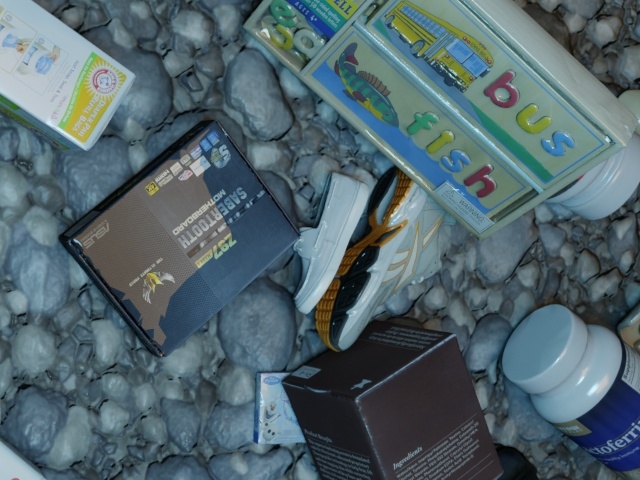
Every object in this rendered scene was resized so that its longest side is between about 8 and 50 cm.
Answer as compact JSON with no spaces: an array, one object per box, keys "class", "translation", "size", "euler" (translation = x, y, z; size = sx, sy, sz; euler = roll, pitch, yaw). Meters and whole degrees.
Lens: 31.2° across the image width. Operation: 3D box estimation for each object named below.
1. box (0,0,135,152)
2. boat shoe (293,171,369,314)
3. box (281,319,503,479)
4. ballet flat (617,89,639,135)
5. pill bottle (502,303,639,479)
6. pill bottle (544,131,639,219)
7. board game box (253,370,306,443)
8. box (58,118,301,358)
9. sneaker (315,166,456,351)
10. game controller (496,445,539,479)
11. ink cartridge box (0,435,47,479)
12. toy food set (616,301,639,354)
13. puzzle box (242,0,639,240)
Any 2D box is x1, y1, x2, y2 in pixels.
[{"class":"box","translation":[-0.322,-0.192,1.247],"size":[0.203,0.114,0.103],"euler":[35,78,-23]},{"class":"boat shoe","translation":[0.000,0.000,1.439],"size":[0.063,0.066,0.184],"euler":[26,85,-10]},{"class":"box","translation":[0.090,0.232,1.420],"size":[0.167,0.168,0.203],"euler":[-29,108,-28]},{"class":"ballet flat","translation":[0.535,-0.145,1.661],"size":[0.248,0.086,0.086],"euler":[30,81,-23]},{"class":"pill bottle","translation":[0.384,0.209,1.577],"size":[0.264,0.153,0.153],"euler":[37,78,-21]},{"class":"pill bottle","translation":[0.281,-0.148,1.500],"size":[0.283,0.161,0.161],"euler":[28,82,-23]},{"class":"board game box","translation":[-0.039,0.211,1.456],"size":[0.090,0.020,0.090],"euler":[2,92,-25]},{"class":"box","translation":[-0.163,-0.004,1.363],"size":[0.232,0.059,0.183],"euler":[-41,110,-17]},{"class":"sneaker","translation":[0.096,0.037,1.462],"size":[0.121,0.099,0.262],"euler":[36,77,-27]},{"class":"game controller","translation":[0.284,0.449,1.607],"size":[0.166,0.067,0.319],"euler":[-39,109,-33]},{"class":"ink cartridge box","translation":[-0.431,0.248,1.240],"size":[0.218,0.092,0.158],"euler":[46,75,-18]},{"class":"toy food set","translation":[0.597,0.157,1.703],"size":[0.220,0.092,0.306],"euler":[-43,110,-16]},{"class":"puzzle box","translation":[0.130,-0.195,1.326],"size":[0.409,0.272,0.052],"euler":[41,51,-8]}]
